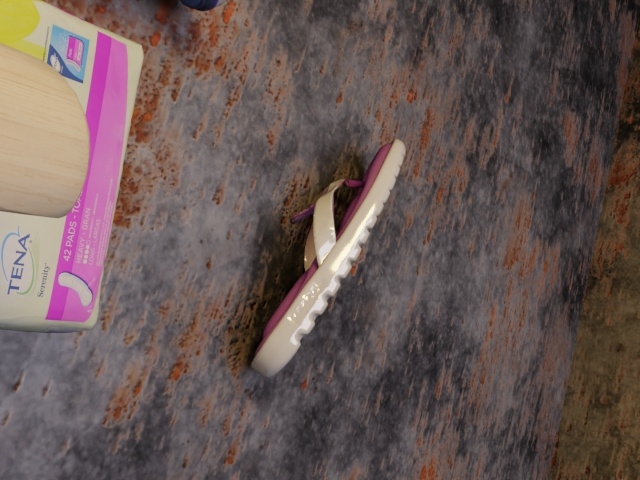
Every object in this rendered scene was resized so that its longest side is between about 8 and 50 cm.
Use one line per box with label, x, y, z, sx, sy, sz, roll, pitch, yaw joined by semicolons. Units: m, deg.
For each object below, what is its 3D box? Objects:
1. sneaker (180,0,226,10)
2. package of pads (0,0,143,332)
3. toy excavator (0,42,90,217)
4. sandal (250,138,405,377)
sneaker;-0.242;-0.304;0.619;0.236;0.130;0.322;-53;134;-22
package of pads;-0.293;-0.072;0.574;0.229;0.101;0.296;14;81;-50
toy excavator;-0.299;0.142;0.407;0.222;0.433;0.444;7;61;-67
sandal;0.005;-0.006;0.924;0.102;0.169;0.416;32;61;-2
